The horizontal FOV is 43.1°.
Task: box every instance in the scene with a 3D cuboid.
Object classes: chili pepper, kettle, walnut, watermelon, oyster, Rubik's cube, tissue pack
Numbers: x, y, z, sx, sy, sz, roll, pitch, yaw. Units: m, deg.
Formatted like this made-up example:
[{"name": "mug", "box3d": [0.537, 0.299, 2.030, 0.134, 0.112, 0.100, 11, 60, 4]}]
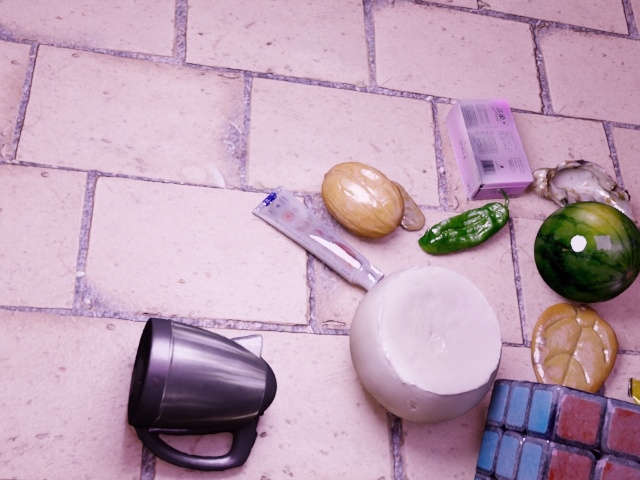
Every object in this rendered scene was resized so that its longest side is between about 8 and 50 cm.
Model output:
[{"name": "chili pepper", "box3d": [0.351, -0.033, 1.918, 0.257, 0.074, 0.100, -21, 71, -23]}, {"name": "kettle", "box3d": [-0.212, 0.284, 1.531, 0.271, 0.207, 0.251, 11, 54, -19]}, {"name": "walnut", "box3d": [0.095, -0.094, 1.836, 0.206, 0.159, 0.159, 35, 60, 4]}, {"name": "watermelon", "box3d": [0.616, 0.027, 1.868, 0.242, 0.242, 0.242, 6, 62, -12]}, {"name": "oyster", "box3d": [0.667, -0.098, 2.044, 0.166, 0.094, 0.294, -43, 90, -11]}, {"name": "Rubik's cube", "box3d": [0.489, 0.446, 1.541, 0.303, 0.301, 0.305, 17, 78, -8]}, {"name": "tissue pack", "box3d": [0.421, -0.228, 2.027, 0.148, 0.092, 0.246, -3, 65, -16]}]

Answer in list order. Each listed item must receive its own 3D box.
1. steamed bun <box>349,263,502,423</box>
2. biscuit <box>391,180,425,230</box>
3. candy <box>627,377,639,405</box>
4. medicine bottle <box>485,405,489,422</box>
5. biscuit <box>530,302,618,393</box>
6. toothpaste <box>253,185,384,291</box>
[{"name": "steamed bun", "box3d": [0.212, 0.216, 1.673, 0.324, 0.206, 0.324, 7, 63, -14]}, {"name": "biscuit", "box3d": [0.193, -0.083, 1.932, 0.071, 0.018, 0.147, -27, 72, -28]}, {"name": "candy", "box3d": [0.755, 0.464, 1.773, 0.187, 0.081, 0.297, 14, 72, -8]}, {"name": "medicine bottle", "box3d": [0.450, 0.377, 1.729, 0.183, 0.069, 0.119, -2, 79, -13]}, {"name": "biscuit", "box3d": [0.575, 0.258, 1.844, 0.203, 0.041, 0.260, 30, 64, 0]}, {"name": "toothpaste", "box3d": [0.000, 0.000, 1.813, 0.323, 0.066, 0.100, 39, 65, 11]}]
